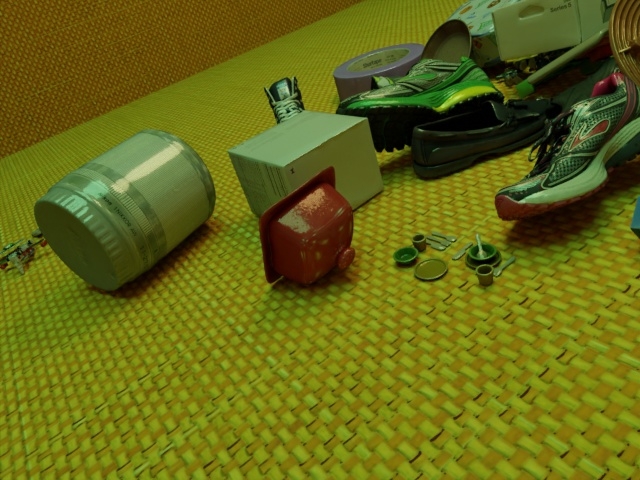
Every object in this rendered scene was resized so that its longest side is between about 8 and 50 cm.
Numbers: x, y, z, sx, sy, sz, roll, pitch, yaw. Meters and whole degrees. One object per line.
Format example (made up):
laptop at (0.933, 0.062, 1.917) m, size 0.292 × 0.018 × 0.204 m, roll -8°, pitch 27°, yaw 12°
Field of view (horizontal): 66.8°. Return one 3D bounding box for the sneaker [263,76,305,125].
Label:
sneaker at (-0.077, -0.322, 1.242) m, size 0.099 × 0.153 × 0.282 m, roll -19°, pitch 31°, yaw 2°

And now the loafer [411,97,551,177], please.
loafer at (0.309, -0.215, 0.912) m, size 0.302 × 0.095 × 0.109 m, roll -24°, pitch 31°, yaw -8°

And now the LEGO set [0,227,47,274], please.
LEGO set at (-0.705, 0.015, 1.187) m, size 0.182 × 0.060 × 0.244 m, roll -9°, pitch 29°, yaw 40°

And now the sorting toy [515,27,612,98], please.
sorting toy at (0.542, -0.364, 0.957) m, size 0.195 × 0.047 × 0.347 m, roll -22°, pitch -1°, yaw -22°

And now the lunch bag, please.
lunch bag at (0.450, -0.573, 1.304) m, size 0.243 × 0.115 × 0.303 m, roll -47°, pitch 27°, yaw -7°

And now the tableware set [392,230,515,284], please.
tableware set at (0.180, 0.022, 0.678) m, size 0.104 × 0.024 × 0.154 m, roll -35°, pitch 34°, yaw -23°

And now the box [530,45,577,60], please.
box at (0.683, -0.584, 1.309) m, size 0.307 × 0.077 × 0.242 m, roll -19°, pitch 31°, yaw 2°

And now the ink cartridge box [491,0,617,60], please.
ink cartridge box at (0.539, -0.489, 1.038) m, size 0.272 × 0.115 × 0.198 m, roll -27°, pitch 20°, yaw -23°

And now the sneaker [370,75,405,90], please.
sneaker at (0.210, -0.342, 1.167) m, size 0.121 × 0.111 × 0.300 m, roll -13°, pitch 35°, yaw -4°

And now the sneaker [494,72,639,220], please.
sneaker at (0.352, -0.126, 0.693) m, size 0.299 × 0.112 × 0.121 m, roll -35°, pitch 3°, yaw -19°

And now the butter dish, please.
butter dish at (0.000, 0.000, 0.722) m, size 0.118 × 0.160 × 0.159 m, roll 35°, pitch 57°, yaw 27°

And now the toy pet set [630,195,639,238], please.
toy pet set at (0.419, -0.056, 0.590) m, size 0.065 × 0.122 × 0.114 m, roll 19°, pitch 83°, yaw 9°

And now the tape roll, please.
tape roll at (0.179, -0.490, 1.432) m, size 0.274 × 0.090 × 0.275 m, roll -15°, pitch 31°, yaw 9°

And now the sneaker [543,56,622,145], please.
sneaker at (0.485, -0.255, 0.879) m, size 0.130 × 0.109 × 0.286 m, roll -4°, pitch 29°, yaw 42°

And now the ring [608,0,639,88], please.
ring at (0.615, -0.300, 0.737) m, size 0.336 × 0.032 × 0.337 m, roll 0°, pitch 70°, yaw -1°

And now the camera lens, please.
camera lens at (-0.354, -0.066, 0.924) m, size 0.219 × 0.220 × 0.274 m, roll 5°, pitch 38°, yaw 35°

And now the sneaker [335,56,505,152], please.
sneaker at (0.186, -0.280, 0.979) m, size 0.343 × 0.134 × 0.146 m, roll -15°, pitch 64°, yaw -17°

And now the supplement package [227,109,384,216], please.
supplement package at (-0.027, -0.134, 0.917) m, size 0.194 × 0.149 × 0.203 m, roll -34°, pitch 34°, yaw -24°

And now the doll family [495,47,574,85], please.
doll family at (0.523, -0.434, 1.172) m, size 0.192 × 0.076 × 0.111 m, roll -4°, pitch 29°, yaw 15°

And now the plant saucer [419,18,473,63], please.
plant saucer at (0.324, -0.459, 1.243) m, size 0.036 × 0.199 × 0.198 m, roll 8°, pitch 20°, yaw -27°
